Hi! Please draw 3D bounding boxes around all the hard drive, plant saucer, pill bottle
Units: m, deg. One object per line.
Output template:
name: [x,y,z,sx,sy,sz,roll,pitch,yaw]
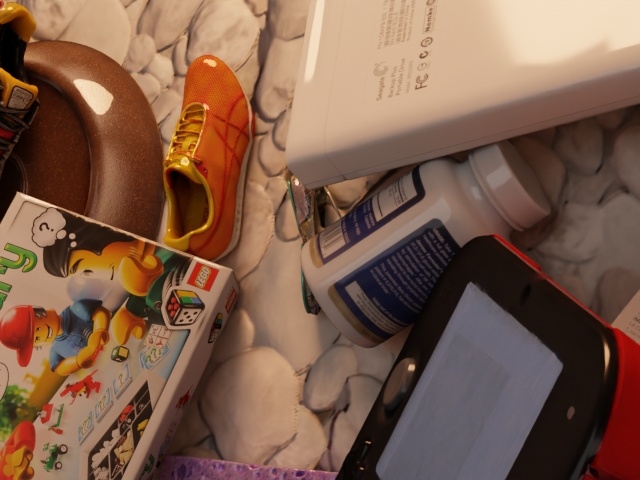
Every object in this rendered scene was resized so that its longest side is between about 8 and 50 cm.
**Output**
hard drive: [0.149,-0.174,1.292,0.353,0.047,0.233,-14,48,27]
plant saucer: [-0.274,-0.033,1.543,0.311,0.050,0.310,-10,70,28]
pill bottle: [0.078,-0.002,1.296,0.169,0.094,0.094,-34,61,18]

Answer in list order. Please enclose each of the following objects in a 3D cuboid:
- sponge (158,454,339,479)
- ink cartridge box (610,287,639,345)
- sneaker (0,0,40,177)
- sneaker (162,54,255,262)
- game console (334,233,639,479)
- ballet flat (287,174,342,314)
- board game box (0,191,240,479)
sponge: [-0.033,0.226,1.332,0.210,0.031,0.117,1,77,31]
ink cartridge box: [0.233,0.148,1.161,0.186,0.065,0.311,36,88,35]
sneaker: [-0.286,-0.102,1.489,0.093,0.088,0.225,-7,72,27]
sneaker: [-0.093,-0.071,1.435,0.064,0.067,0.175,-12,68,29]
game console: [0.066,0.176,1.087,0.342,0.060,0.386,-59,12,5]
ballet flat: [0.000,0.000,1.377,0.041,0.041,0.114,-17,68,26]
board game box: [-0.211,0.130,1.375,0.193,0.053,0.305,19,70,14]
